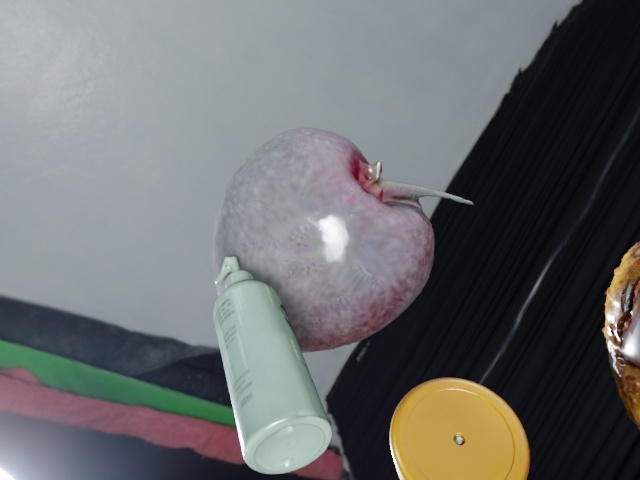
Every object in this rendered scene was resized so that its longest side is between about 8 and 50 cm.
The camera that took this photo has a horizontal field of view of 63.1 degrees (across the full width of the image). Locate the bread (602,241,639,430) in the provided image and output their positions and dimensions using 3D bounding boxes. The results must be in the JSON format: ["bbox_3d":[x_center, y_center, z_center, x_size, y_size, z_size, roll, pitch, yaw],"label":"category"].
[{"bbox_3d":[0.271,0.109,0.323,0.269,0.095,0.139,66,151,9],"label":"bread"}]

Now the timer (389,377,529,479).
[{"bbox_3d":[0.135,0.239,0.552,0.132,0.132,0.152,30,146,26],"label":"timer"}]

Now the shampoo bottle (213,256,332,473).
[{"bbox_3d":[-0.048,0.068,0.380,0.056,0.056,0.195,27,-159,-34],"label":"shampoo bottle"}]

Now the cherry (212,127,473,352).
[{"bbox_3d":[0.000,0.000,0.522,0.213,0.266,0.183,46,-170,7],"label":"cherry"}]
